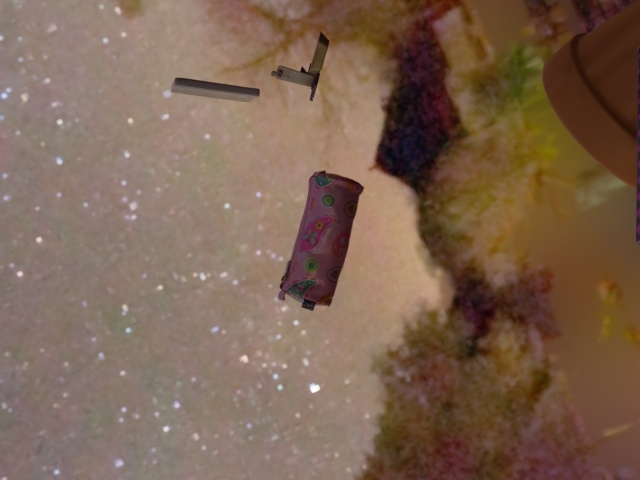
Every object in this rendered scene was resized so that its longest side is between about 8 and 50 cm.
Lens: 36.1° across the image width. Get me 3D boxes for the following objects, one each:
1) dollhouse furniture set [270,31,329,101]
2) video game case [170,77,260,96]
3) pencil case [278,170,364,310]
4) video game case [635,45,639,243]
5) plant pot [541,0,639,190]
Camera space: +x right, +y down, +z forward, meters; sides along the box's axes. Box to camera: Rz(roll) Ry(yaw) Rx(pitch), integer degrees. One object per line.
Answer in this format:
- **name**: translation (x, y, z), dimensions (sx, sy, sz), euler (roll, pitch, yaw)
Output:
- **dollhouse furniture set**: translation (-0.033, -0.314, 1.659), dimensions (0.091, 0.081, 0.114), euler (-79, 6, -49)
- **video game case**: translation (-0.272, -0.384, 2.509), dimensions (0.193, 0.212, 0.023), euler (-164, 79, -78)
- **pencil case**: translation (0.000, 0.000, 2.043), dimensions (0.124, 0.124, 0.284), euler (15, -89, -77)
- **video game case**: translation (0.436, -0.087, 1.116), dimensions (0.210, 0.042, 0.232), euler (15, -107, -35)
- **plant pot**: translation (0.488, -0.225, 1.381), dimensions (0.290, 0.203, 0.291), euler (22, -139, -21)
